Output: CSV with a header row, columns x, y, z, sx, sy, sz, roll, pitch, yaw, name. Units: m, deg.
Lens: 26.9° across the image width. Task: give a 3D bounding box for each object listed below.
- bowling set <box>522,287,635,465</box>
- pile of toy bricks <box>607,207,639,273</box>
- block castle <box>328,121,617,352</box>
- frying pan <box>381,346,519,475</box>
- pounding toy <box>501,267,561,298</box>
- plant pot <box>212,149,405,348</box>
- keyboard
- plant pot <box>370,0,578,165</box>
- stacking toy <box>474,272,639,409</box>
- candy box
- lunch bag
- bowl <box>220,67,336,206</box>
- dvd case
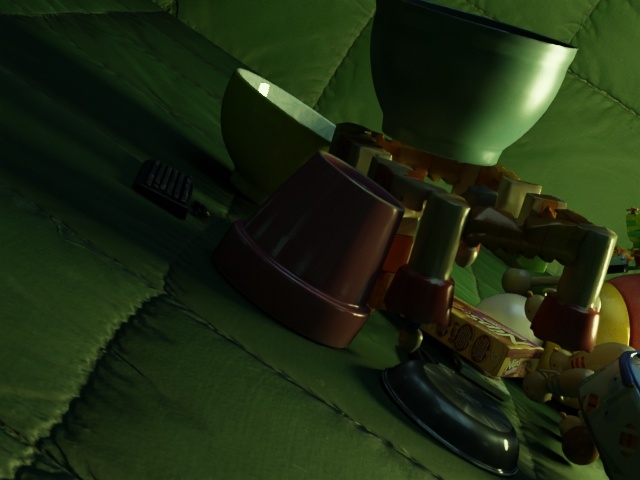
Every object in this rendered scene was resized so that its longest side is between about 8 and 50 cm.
x,y,z,sx,sy,sz,roll,pitch,yaw,name
0.353,0.220,1.883,0.154,0.200,0.287,-13,-61,53,bowling set
0.534,-0.004,2.221,0.212,0.105,0.118,-6,1,34,pile of toy bricks
0.167,0.007,1.832,0.303,0.213,0.453,11,15,-21,block castle
0.176,0.199,1.652,0.197,0.053,0.326,37,13,8,frying pan
0.397,0.158,2.343,0.183,0.110,0.237,8,-37,16,pounding toy
0.000,0.000,1.612,0.201,0.180,0.201,33,9,-6,plant pot
-0.189,-0.066,1.766,0.108,0.023,0.180,33,11,-10,keyboard
0.194,-0.222,1.907,0.293,0.196,0.293,16,13,-4,plant pot
0.452,0.164,2.156,0.480,0.350,0.350,14,17,-20,stacking toy
0.223,0.137,1.976,0.187,0.053,0.109,30,13,35,candy box
0.474,0.278,1.727,0.243,0.115,0.303,12,48,-40,lunch bag
-0.054,-0.129,2.116,0.289,0.156,0.289,33,9,-6,bowl
0.230,0.190,1.952,0.087,0.013,0.119,33,11,-10,dvd case
